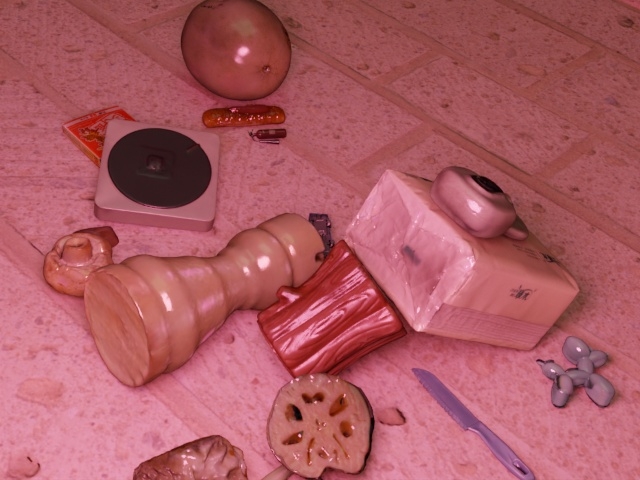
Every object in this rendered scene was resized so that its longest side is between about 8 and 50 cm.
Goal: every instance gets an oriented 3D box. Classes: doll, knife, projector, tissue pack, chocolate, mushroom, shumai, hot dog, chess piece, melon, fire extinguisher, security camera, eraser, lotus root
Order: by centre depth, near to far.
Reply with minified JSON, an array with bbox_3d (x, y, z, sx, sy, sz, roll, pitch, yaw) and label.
[{"bbox_3d":[-0.202,0.396,1.445,0.184,0.184,0.141,-18,80,-28],"label":"shumai"},{"bbox_3d":[-0.005,0.329,1.535,0.183,0.078,0.203,23,49,0],"label":"lotus root"},{"bbox_3d":[-0.038,0.382,1.542,0.043,0.019,0.293,34,45,24],"label":"knife"},{"bbox_3d":[0.309,-0.070,1.648,0.157,0.080,0.302,44,20,22],"label":"security camera"},{"bbox_3d":[0.276,0.336,1.659,0.045,0.019,0.313,-23,49,-28],"label":"knife"},{"bbox_3d":[-0.198,0.089,1.692,0.442,0.234,0.234,-22,50,-36],"label":"chess piece"},{"bbox_3d":[0.274,0.044,1.742,0.380,0.207,0.297,13,29,-45],"label":"tissue pack"},{"bbox_3d":[0.507,0.255,1.758,0.160,0.059,0.158,-4,43,-13],"label":"doll"},{"bbox_3d":[-0.475,0.047,1.769,0.148,0.112,0.148,3,34,-2],"label":"mushroom"},{"bbox_3d":[-0.475,-0.005,1.889,0.101,0.031,0.064,-12,50,-25],"label":"chocolate"},{"bbox_3d":[-0.361,-0.142,2.007,0.259,0.079,0.257,7,55,-10],"label":"projector"},{"bbox_3d":[-0.487,-0.235,2.141,0.157,0.038,0.230,-27,52,-34],"label":"eraser"},{"bbox_3d":[-0.133,-0.257,2.245,0.100,0.032,0.046,-6,78,-17],"label":"fire extinguisher"},{"bbox_3d":[-0.195,-0.322,2.287,0.216,0.047,0.066,-4,40,-15],"label":"hot dog"},{"bbox_3d":[-0.223,-0.505,2.323,0.269,0.268,0.330,-17,40,-27],"label":"melon"}]

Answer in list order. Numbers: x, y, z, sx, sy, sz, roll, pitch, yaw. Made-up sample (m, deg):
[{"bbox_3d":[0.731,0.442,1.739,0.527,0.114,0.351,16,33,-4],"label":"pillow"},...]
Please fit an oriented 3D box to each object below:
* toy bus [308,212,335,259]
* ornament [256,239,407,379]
[{"bbox_3d":[0.000,0.000,1.949,0.051,0.061,0.153,1,40,-7],"label":"toy bus"},{"bbox_3d":[0.014,0.145,1.636,0.218,0.221,0.235,-35,26,-1],"label":"ornament"}]
